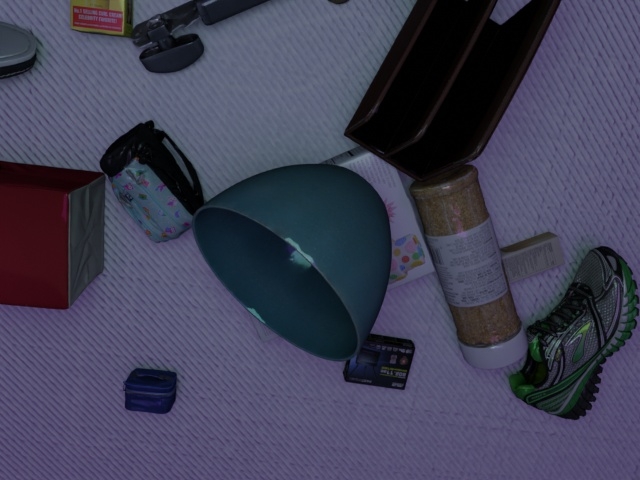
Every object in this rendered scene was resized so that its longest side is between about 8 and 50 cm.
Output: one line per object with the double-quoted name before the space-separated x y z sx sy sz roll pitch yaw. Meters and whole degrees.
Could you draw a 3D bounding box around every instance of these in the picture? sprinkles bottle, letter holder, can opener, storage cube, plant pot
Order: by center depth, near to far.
"letter holder" 0.192 -0.262 0.804 0.151 0.214 0.302 30 82 -10
"plant pot" -0.011 0.002 0.804 0.290 0.290 0.195 49 61 -14
"can opener" -0.164 -0.356 0.887 0.283 0.076 0.095 -22 138 2
"storage cube" -0.467 -0.017 0.888 0.193 0.184 0.215 6 105 -6
"sprinkles bottle" 0.265 0.050 0.987 0.121 0.121 0.356 -21 106 2

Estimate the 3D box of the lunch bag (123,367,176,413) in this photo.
"lunch bag" -0.318 0.274 1.037 0.098 0.067 0.065 7 104 -4

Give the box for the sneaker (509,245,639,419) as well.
"sneaker" 0.462 0.172 1.028 0.146 0.134 0.344 14 104 -7

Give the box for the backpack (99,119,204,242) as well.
"backpack" -0.271 -0.088 0.914 0.115 0.152 0.182 -28 117 11

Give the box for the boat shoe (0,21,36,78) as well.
"boat shoe" -0.591 -0.273 0.861 0.302 0.115 0.091 -2 146 -9

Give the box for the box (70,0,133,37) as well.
"box" -0.331 -0.436 0.847 0.087 0.058 0.233 6 105 -6

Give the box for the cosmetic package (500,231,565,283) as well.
"cosmetic package" 0.384 0.032 1.032 0.115 0.041 0.060 -19 105 1

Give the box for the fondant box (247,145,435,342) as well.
"fondant box" 0.000 0.000 0.970 0.330 0.096 0.239 -23 105 3

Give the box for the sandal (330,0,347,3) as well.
"sandal" -0.010 -0.452 0.869 0.072 0.049 0.180 -41 104 7

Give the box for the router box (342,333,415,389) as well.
"router box" 0.112 0.231 1.069 0.122 0.038 0.092 10 105 -6
